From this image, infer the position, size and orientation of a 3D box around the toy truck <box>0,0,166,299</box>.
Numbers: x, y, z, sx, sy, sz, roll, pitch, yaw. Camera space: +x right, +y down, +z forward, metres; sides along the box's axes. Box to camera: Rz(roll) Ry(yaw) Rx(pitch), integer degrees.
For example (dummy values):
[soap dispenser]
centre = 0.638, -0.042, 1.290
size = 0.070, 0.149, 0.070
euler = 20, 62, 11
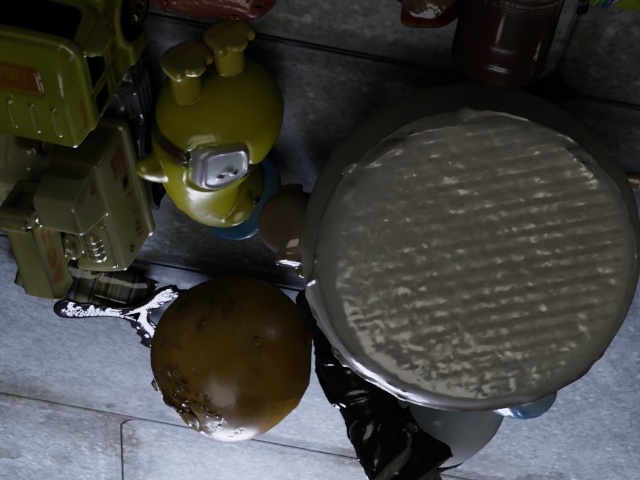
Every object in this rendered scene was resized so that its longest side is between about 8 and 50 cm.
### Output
[toy truck]
centre = -0.285, -0.124, 1.391
size = 0.181, 0.254, 0.405
euler = 10, 142, 8

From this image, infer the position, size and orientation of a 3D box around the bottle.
[bottle]
centre = 0.000, 0.000, 1.539
size = 0.097, 0.110, 0.209
euler = -3, 169, 28

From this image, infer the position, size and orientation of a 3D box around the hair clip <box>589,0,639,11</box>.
[hair clip]
centre = 0.275, -0.261, 1.238
size = 0.188, 0.033, 0.060
euler = 17, 142, -9

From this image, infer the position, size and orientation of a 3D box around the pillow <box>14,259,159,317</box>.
[pillow]
centre = -0.344, 0.064, 1.838
size = 0.203, 0.038, 0.113
euler = 16, 144, -9

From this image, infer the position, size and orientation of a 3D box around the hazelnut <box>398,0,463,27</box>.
[hazelnut]
centre = 0.105, -0.248, 1.267
size = 0.086, 0.086, 0.086
euler = 7, 144, 5

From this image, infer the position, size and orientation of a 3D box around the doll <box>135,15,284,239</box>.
[doll]
centre = -0.124, -0.108, 1.444
size = 0.199, 0.145, 0.363
euler = -29, 152, -17

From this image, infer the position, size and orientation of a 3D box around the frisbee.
[frisbee]
centre = -0.267, 0.102, 1.838
size = 0.211, 0.012, 0.187
euler = 23, 140, -36

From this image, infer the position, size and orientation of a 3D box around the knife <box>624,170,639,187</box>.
[knife]
centre = 0.397, -0.064, 1.488
size = 0.256, 0.022, 0.046
euler = 4, 124, 3

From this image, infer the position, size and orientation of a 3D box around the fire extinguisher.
[fire extinguisher]
centre = 0.210, -0.295, 1.141
size = 0.141, 0.105, 0.341
euler = -11, 142, -18

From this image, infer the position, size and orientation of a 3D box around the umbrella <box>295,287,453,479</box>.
[umbrella]
centre = 0.074, 0.214, 1.602
size = 0.113, 0.106, 0.357
euler = -28, 85, 41

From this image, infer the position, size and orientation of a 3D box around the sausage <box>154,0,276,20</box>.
[sausage]
centre = -0.111, -0.267, 1.292
size = 0.141, 0.076, 0.076
euler = 7, 145, 10

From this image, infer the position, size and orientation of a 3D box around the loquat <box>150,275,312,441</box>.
[loquat]
centre = -0.126, 0.163, 1.765
size = 0.235, 0.235, 0.235
euler = 7, 144, 5

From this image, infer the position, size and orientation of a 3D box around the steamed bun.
[steamed bun]
centre = 0.166, 0.003, 1.415
size = 0.374, 0.241, 0.374
euler = 1, 104, 2

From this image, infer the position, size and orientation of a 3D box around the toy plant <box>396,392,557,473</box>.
[toy plant]
centre = 0.209, 0.138, 1.653
size = 0.247, 0.247, 0.332
euler = 22, 141, -16
